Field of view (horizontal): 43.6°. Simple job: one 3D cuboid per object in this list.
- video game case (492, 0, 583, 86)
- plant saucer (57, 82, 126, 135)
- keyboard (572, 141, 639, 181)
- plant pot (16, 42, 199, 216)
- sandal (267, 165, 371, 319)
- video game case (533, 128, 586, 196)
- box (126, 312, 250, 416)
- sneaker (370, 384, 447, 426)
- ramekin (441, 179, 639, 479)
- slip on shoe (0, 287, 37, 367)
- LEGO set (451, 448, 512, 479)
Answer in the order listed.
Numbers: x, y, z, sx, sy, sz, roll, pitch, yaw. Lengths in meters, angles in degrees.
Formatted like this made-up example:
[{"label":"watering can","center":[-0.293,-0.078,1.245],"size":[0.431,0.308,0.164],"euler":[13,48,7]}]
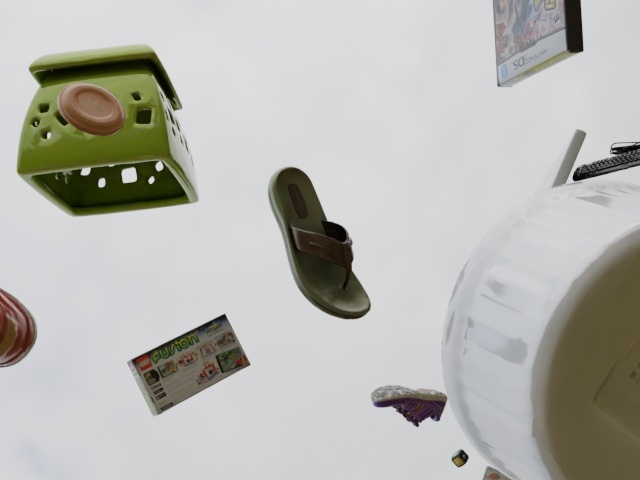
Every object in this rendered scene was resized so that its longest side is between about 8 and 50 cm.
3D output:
[{"label":"video game case","center":[0.384,-0.441,1.449],"size":[0.035,0.248,0.275],"euler":[-2,-93,-15]},{"label":"plant saucer","center":[-0.279,-0.163,0.981],"size":[0.083,0.084,0.013],"euler":[-3,-33,-38]},{"label":"keyboard","center":[0.555,-0.158,1.457],"size":[0.100,0.192,0.038],"euler":[-43,-65,-58]},{"label":"plant pot","center":[-0.324,-0.173,1.249],"size":[0.227,0.207,0.228],"euler":[-7,-16,1]},{"label":"sandal","center":[-0.002,-0.001,1.384],"size":[0.120,0.303,0.086],"euler":[-17,-14,-42]},{"label":"video game case","center":[0.423,-0.073,1.524],"size":[0.227,0.026,0.206],"euler":[-60,-8,-26]},{"label":"box","center":[-0.243,0.230,1.500],"size":[0.207,0.036,0.114],"euler":[-24,-95,-33]},{"label":"sneaker","center":[0.167,0.309,1.481],"size":[0.169,0.068,0.071],"euler":[13,-95,-30]},{"label":"ramekin","center":[0.248,0.094,0.630],"size":[0.277,0.135,0.277],"euler":[-2,-82,-12]},{"label":"slip on shoe","center":[-0.508,0.052,0.988],"size":[0.123,0.331,0.101],"euler":[-60,-1,-11]},{"label":"LEGO set","center":[0.341,0.387,1.340],"size":[0.060,0.244,0.183],"euler":[-39,-36,-54]}]
